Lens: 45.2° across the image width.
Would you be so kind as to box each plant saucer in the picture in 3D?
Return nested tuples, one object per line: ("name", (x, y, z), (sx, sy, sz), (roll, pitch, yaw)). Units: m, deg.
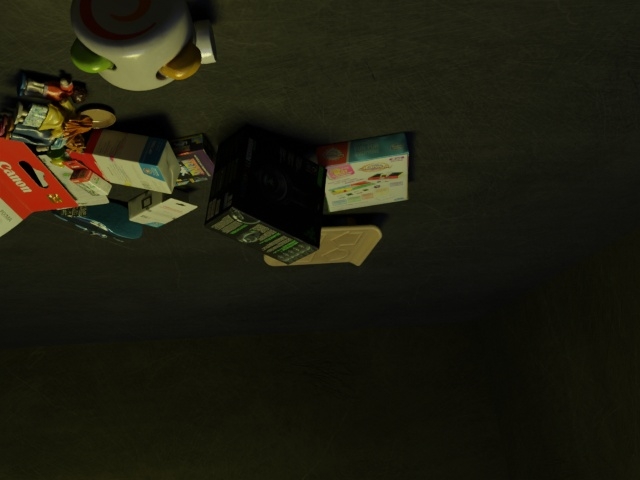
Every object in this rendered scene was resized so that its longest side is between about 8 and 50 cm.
("plant saucer", (-0.503, -0.278, 1.726), (0.083, 0.015, 0.083), (-7, 160, -3))

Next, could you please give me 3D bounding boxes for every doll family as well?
("doll family", (-0.579, -0.240, 1.646), (0.163, 0.118, 0.263), (6, 155, -34))

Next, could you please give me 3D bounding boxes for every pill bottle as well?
("pill bottle", (-0.298, -0.361, 1.447), (0.193, 0.108, 0.108), (-9, 160, 1))

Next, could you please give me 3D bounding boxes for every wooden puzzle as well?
("wooden puzzle", (0.000, 0.000, 2.589), (0.348, 0.080, 0.322), (2, 158, -12))

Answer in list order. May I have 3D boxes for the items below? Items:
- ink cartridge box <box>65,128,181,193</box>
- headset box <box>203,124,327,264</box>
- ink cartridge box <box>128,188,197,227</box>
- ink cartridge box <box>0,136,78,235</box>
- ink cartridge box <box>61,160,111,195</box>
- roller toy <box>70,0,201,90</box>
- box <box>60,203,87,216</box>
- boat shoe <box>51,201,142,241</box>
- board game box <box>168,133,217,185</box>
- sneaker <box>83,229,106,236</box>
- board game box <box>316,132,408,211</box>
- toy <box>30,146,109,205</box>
("ink cartridge box", (-0.461, -0.191, 1.812), (0.231, 0.078, 0.134), (11, 156, 10))
("headset box", (-0.123, -0.104, 1.917), (0.283, 0.246, 0.131), (27, 144, -32))
("ink cartridge box", (-0.441, -0.101, 2.158), (0.180, 0.060, 0.104), (-22, 155, 34))
("ink cartridge box", (-0.836, -0.105, 1.866), (0.385, 0.091, 0.308), (-7, 149, 9))
("ink cartridge box", (-0.563, -0.148, 1.840), (0.063, 0.029, 0.115), (-1, 151, 39))
("roller toy", (-0.312, -0.362, 1.317), (0.209, 0.191, 0.146), (-6, 159, 1))
("box", (-0.652, -0.105, 2.040), (0.067, 0.083, 0.018), (0, -170, -23))
("boat shoe", (-0.624, -0.070, 2.153), (0.258, 0.109, 0.089), (29, 149, -33))
("board game box", (-0.339, -0.200, 1.952), (0.141, 0.048, 0.170), (-9, 160, 7))
("sneaker", (-0.664, -0.029, 2.275), (0.069, 0.038, 0.098), (4, 178, -14))
("board game box", (0.123, -0.183, 2.148), (0.242, 0.064, 0.316), (-9, 160, 2))
("toy", (-0.626, -0.165, 1.925), (0.137, 0.056, 0.237), (-7, 154, -4))
